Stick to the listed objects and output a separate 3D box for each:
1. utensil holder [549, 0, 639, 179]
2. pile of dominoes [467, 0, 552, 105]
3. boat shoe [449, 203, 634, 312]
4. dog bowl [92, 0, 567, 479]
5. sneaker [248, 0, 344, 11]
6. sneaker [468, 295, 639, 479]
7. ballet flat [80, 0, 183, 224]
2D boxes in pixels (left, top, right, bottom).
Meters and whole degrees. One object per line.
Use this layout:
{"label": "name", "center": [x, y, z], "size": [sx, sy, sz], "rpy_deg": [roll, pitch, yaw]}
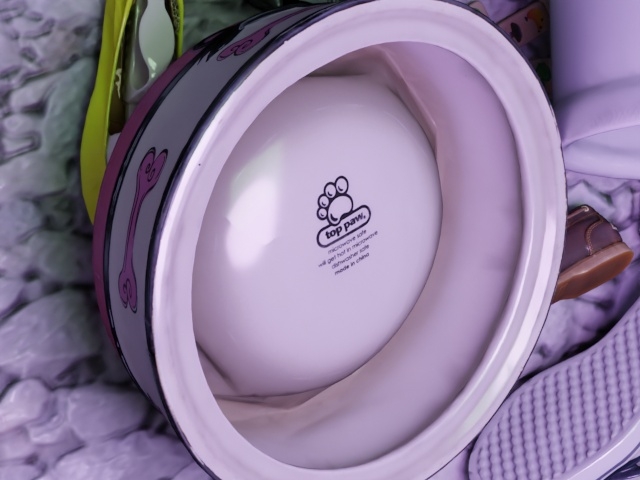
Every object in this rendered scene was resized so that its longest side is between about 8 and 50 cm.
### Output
{"label": "utensil holder", "center": [0.348, -0.264, 1.507], "size": [0.327, 0.327, 0.385], "rpy_deg": [3, 82, -29]}
{"label": "pile of dominoes", "center": [0.160, -0.180, 1.588], "size": [0.251, 0.040, 0.196], "rpy_deg": [-33, 107, -23]}
{"label": "boat shoe", "center": [0.181, 0.030, 1.598], "size": [0.207, 0.073, 0.073], "rpy_deg": [-23, 65, -29]}
{"label": "dog bowl", "center": [0.000, 0.000, 1.398], "size": [0.408, 0.150, 0.408], "rpy_deg": [-13, 112, -35]}
{"label": "sneaker", "center": [-0.034, -0.229, 1.463], "size": [0.078, 0.067, 0.188], "rpy_deg": [-45, 114, -27]}
{"label": "sneaker", "center": [0.282, 0.151, 1.616], "size": [0.321, 0.126, 0.127], "rpy_deg": [-40, 135, -6]}
{"label": "ballet flat", "center": [-0.142, -0.104, 1.403], "size": [0.077, 0.077, 0.231], "rpy_deg": [4, 90, -26]}
